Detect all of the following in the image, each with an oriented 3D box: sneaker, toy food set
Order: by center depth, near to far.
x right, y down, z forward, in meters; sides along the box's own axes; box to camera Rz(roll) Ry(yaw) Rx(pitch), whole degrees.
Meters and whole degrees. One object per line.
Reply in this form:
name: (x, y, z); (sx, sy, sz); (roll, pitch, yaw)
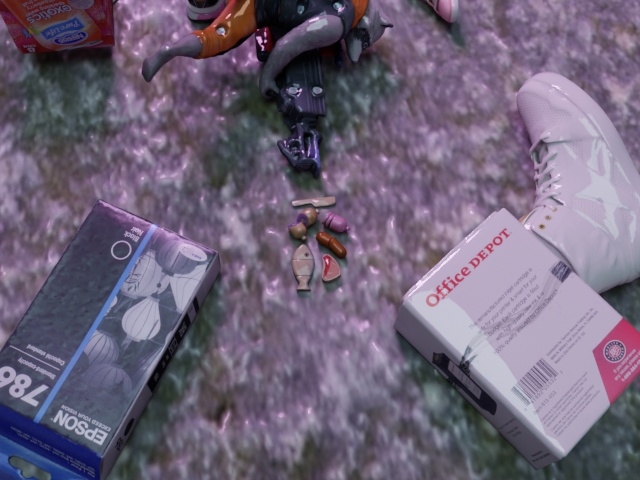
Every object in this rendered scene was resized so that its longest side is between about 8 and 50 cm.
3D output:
sneaker: (0.289, -0.067, 1.035); (0.169, 0.108, 0.293); (-24, 72, -16)
toy food set: (0.000, 0.000, 1.040); (0.077, 0.019, 0.122); (-7, 68, -6)
sneaker: (-0.150, -0.396, 1.169); (0.071, 0.077, 0.178); (1, 67, -3)
sneaker: (0.146, -0.355, 1.182); (0.070, 0.051, 0.134); (-12, 65, -6)

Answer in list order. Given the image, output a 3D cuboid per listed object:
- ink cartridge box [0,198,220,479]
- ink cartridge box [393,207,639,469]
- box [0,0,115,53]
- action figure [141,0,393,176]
ink cartridge box: (-0.260, 0.127, 0.952); (0.165, 0.065, 0.333); (23, 69, 6)
ink cartridge box: (0.226, 0.109, 0.961); (0.172, 0.100, 0.237); (-41, 76, -17)
box: (-0.344, -0.384, 1.096); (0.128, 0.123, 0.257); (-7, 67, -6)
action figure: (-0.056, -0.262, 1.051); (0.330, 0.178, 0.341); (-5, 71, -27)
